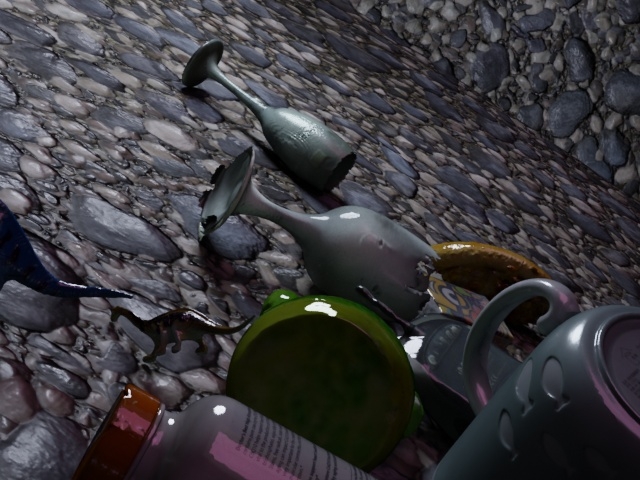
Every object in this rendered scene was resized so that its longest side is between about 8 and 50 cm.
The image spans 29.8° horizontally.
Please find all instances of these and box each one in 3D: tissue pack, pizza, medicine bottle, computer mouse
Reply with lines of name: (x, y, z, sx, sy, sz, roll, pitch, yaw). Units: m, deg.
tissue pack: (0.190, 0.108, 1.716, 0.148, 0.060, 0.108, 21, 25, -33)
pizza: (0.282, 0.069, 1.880, 0.246, 0.127, 0.058, 36, 42, -17)
medicine bottle: (-0.053, 0.226, 0.964, 0.288, 0.157, 0.157, 31, 21, -7)
computer mouse: (0.183, 0.185, 1.477, 0.379, 0.090, 0.167, 39, 37, 9)

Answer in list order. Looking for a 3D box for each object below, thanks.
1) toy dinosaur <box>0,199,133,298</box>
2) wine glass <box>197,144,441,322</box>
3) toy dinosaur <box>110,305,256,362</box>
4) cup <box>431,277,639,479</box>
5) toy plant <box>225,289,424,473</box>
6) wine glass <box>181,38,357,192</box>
toy dinosaur: (-0.344, -0.006, 1.120, 0.329, 0.144, 0.076, 42, 14, -13)
wine glass: (0.000, 0.000, 1.580, 0.321, 0.143, 0.143, 28, 21, -21)
toy dinosaur: (-0.142, 0.096, 1.210, 0.180, 0.058, 0.037, 1, -6, 21)
cup: (0.266, 0.189, 1.234, 0.259, 0.274, 0.357, 1, 47, -33)
toy plant: (0.010, 0.142, 1.281, 0.224, 0.184, 0.316, 41, 5, 6)
wine glass: (-0.115, -0.191, 1.880, 0.309, 0.096, 0.264, 40, 20, 14)
